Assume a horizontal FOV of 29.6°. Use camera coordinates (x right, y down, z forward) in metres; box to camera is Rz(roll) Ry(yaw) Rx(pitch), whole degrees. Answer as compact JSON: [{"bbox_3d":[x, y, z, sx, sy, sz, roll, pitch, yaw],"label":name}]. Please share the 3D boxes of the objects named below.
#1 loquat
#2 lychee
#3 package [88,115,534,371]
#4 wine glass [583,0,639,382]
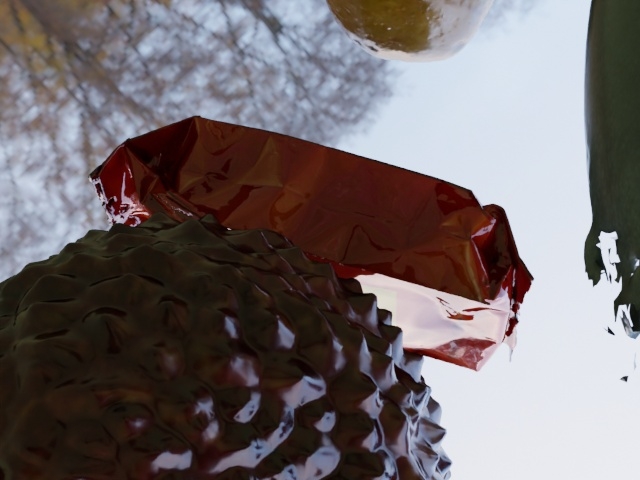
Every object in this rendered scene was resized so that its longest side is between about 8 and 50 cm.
[{"bbox_3d":[0.088,-0.272,1.163,0.176,0.234,0.187,-20,-129,-37],"label":"loquat"},{"bbox_3d":[-0.138,0.187,1.011,0.500,0.424,0.424,2,-141,4],"label":"lychee"},{"bbox_3d":[0.001,0.001,1.177,0.424,0.196,0.123,15,-116,14],"label":"package"},{"bbox_3d":[0.180,-0.116,0.450,0.190,0.190,0.357,-16,-109,39],"label":"wine glass"}]
